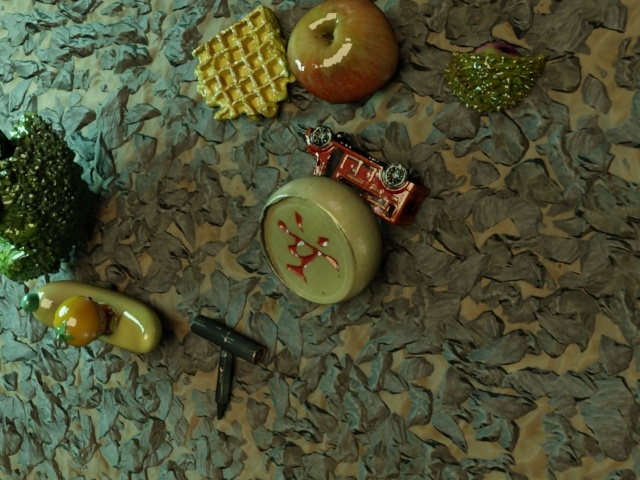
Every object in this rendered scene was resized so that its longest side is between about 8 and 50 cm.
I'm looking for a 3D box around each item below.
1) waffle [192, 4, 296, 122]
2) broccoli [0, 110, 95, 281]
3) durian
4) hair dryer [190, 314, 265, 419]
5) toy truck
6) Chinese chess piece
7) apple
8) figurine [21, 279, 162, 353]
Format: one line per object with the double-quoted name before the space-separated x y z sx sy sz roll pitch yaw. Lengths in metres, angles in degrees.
"waffle" -0.159 -0.340 1.612 0.229 0.057 0.219 -28 78 23
"broccoli" -0.655 -0.102 1.703 0.317 0.277 0.338 44 151 -5
"durian" 0.294 -0.291 1.366 0.186 0.108 0.119 10 93 25
"hair dryer" -0.220 0.277 1.638 0.173 0.050 0.195 25 103 27
"toy truck" 0.075 -0.126 1.467 0.252 0.107 0.114 30 102 23
"Chinese chess piece" 0.000 0.000 1.454 0.250 0.103 0.250 22 129 30
"apple" 0.046 -0.360 1.459 0.209 0.164 0.209 -7 74 24
"figurine" -0.492 0.168 1.669 0.324 0.222 0.124 16 93 26
